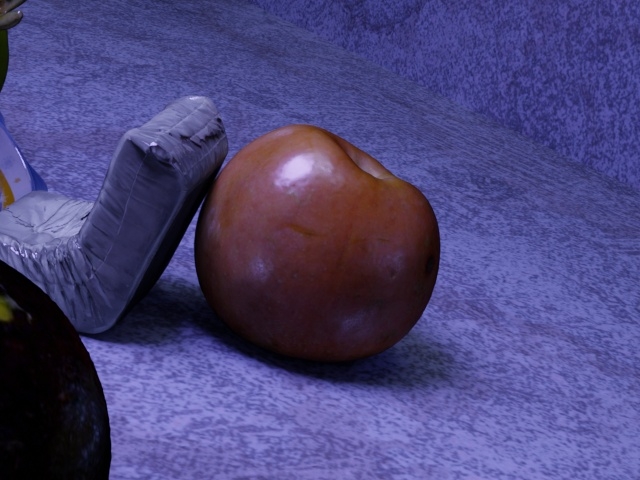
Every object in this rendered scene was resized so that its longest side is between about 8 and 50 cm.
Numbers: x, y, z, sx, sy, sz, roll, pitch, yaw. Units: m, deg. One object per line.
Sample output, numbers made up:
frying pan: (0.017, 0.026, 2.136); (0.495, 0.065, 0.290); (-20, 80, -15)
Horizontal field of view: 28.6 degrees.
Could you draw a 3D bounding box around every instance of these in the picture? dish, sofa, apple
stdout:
dish: (-0.405, -0.067, 1.362); (0.227, 0.086, 0.236); (56, 19, 0)
sofa: (-0.220, -0.048, 1.250); (0.176, 0.225, 0.210); (30, 22, 1)
apple: (0.000, 0.000, 1.290); (0.254, 0.253, 0.253); (14, 18, -5)

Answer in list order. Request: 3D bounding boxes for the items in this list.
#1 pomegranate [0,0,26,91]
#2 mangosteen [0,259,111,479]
pomegranate: (-0.479, -0.217, 1.482); (0.359, 0.216, 0.310); (-12, 9, 33)
mangosteen: (-0.249, 0.129, 0.684); (0.288, 0.288, 0.288); (14, 18, -5)
